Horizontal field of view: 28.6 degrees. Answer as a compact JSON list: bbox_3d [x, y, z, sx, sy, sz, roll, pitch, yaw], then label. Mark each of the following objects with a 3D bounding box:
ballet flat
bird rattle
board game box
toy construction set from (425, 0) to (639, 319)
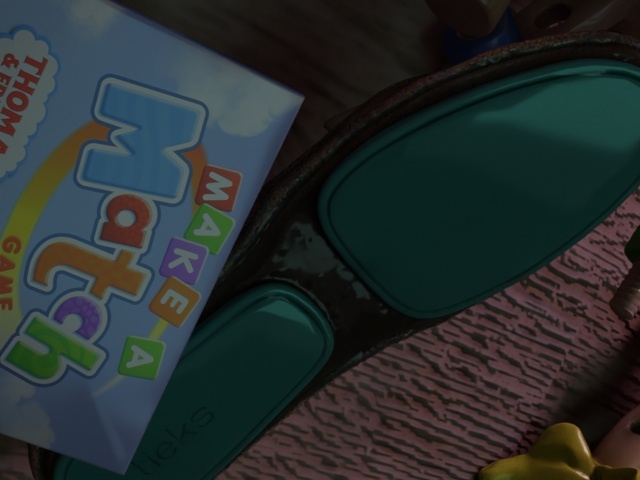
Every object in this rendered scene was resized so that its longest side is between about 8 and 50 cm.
[{"bbox_3d":[0.000,0.000,0.548,0.316,0.106,0.107,-33,119,3],"label":"ballet flat"},{"bbox_3d":[0.225,0.166,0.920,0.253,0.143,0.207,-45,149,-34],"label":"bird rattle"},{"bbox_3d":[-0.132,-0.026,0.439,0.211,0.039,0.160,24,95,-23],"label":"board game box"},{"bbox_3d":[0.191,-0.140,0.631,0.309,0.257,0.237,42,73,-17],"label":"toy construction set"}]
